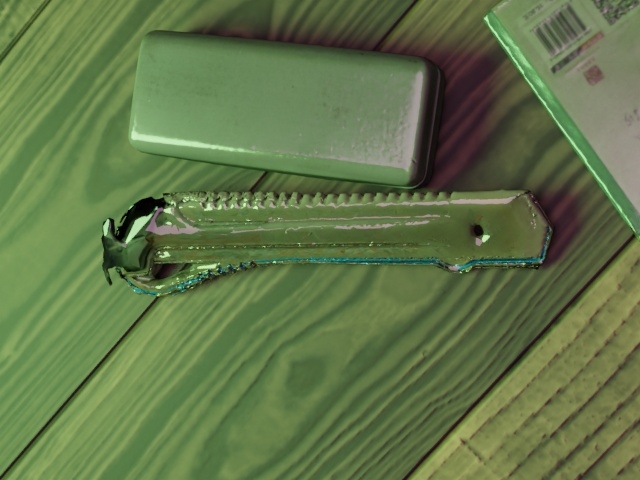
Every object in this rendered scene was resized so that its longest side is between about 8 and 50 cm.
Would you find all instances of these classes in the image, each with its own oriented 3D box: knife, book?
[{"bbox_3d":[0.001,-0.004,1.218,0.365,0.043,0.089,-3,120,16],"label":"knife"},{"bbox_3d":[0.279,-0.116,1.137,0.215,0.025,0.282,-35,78,15],"label":"book"}]

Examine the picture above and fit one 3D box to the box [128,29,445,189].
[{"bbox_3d":[-0.028,-0.104,1.221,0.244,0.055,0.103,8,91,19],"label":"box"}]
